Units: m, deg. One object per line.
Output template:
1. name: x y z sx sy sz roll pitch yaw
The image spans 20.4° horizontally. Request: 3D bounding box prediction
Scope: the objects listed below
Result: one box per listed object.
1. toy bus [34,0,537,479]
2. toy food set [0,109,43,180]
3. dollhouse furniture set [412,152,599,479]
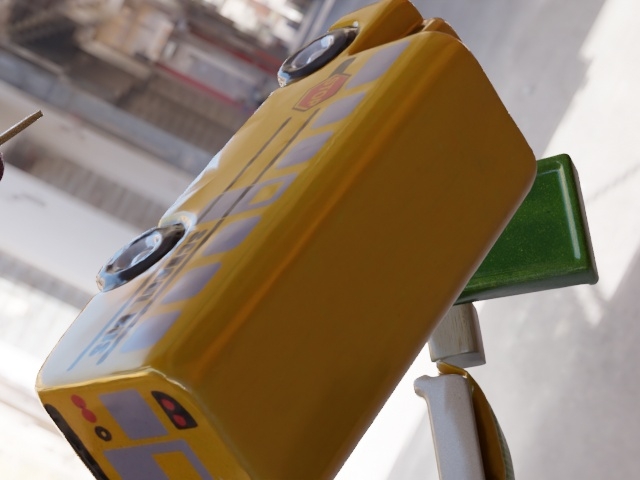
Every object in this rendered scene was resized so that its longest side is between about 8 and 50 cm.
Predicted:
1. toy bus: 0.000 0.000 0.865 0.130 0.108 0.333 -15 27 43
2. toy food set: -0.168 -0.015 0.743 0.122 0.019 0.078 -22 14 33
3. dollhouse furniture set: 0.162 0.115 1.405 0.197 0.151 0.302 50 -150 -68
